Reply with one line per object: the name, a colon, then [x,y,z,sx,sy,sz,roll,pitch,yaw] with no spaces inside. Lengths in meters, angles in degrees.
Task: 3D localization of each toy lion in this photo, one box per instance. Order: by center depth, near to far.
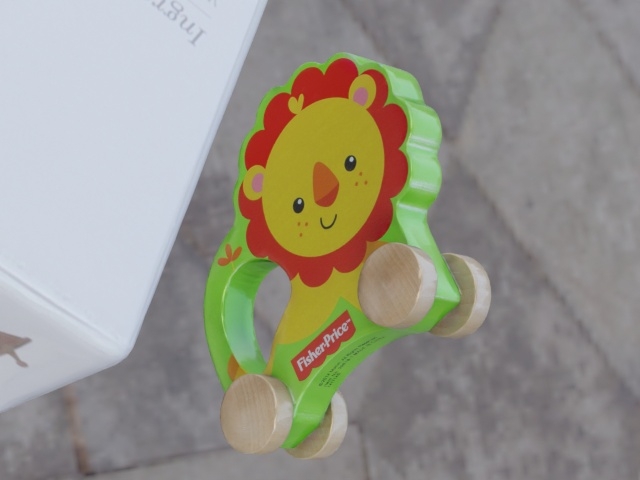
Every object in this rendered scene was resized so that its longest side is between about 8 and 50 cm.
toy lion: [0.000,0.000,0.561,0.034,0.100,0.096,11,44,-46]

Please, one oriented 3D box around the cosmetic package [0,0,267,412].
cosmetic package: [-0.249,-0.135,1.031,0.327,0.329,0.393,37,51,-26]
